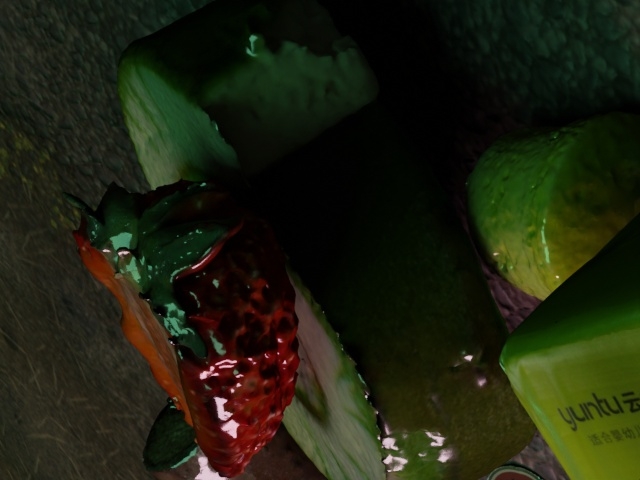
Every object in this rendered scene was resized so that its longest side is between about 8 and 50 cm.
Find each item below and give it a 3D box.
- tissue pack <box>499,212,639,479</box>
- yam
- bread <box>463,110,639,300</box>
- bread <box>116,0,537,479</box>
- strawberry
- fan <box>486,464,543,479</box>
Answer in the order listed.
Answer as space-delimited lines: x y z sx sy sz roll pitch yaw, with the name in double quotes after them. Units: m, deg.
0.267 0.044 1.029 0.167 0.200 0.274 58 147 -9 "tissue pack"
-0.012 0.213 1.541 0.279 0.131 0.131 44 153 -25 "yam"
0.159 -0.014 1.212 0.114 0.111 0.129 9 122 58 "bread"
0.000 0.000 1.326 0.366 0.129 0.382 46 160 47 "bread"
-0.056 0.062 1.192 0.174 0.098 0.228 38 156 54 "strawberry"
0.153 0.219 1.520 0.085 0.005 0.133 50 147 4 "fan"
